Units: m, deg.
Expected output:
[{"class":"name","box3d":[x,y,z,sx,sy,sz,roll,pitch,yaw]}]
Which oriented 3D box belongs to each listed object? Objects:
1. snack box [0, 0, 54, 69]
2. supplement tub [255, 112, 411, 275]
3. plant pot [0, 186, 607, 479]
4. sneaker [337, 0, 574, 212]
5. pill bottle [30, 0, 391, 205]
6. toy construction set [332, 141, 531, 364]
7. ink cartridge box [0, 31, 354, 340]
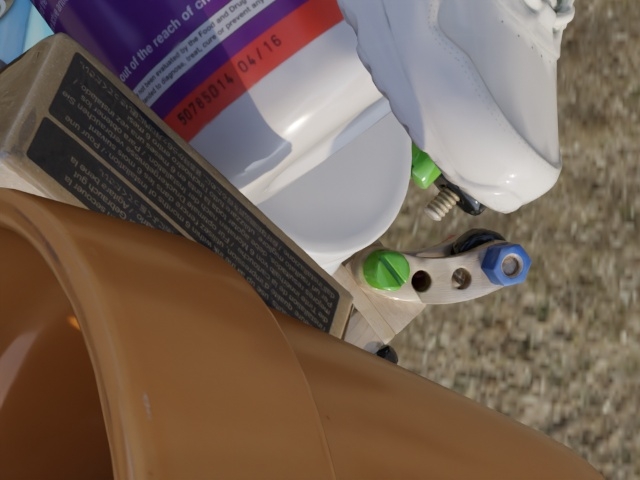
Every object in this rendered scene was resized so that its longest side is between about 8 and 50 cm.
[{"class":"snack box","box3d":[-0.320,-0.097,1.169,0.322,0.060,0.187,2,73,20]},{"class":"supplement tub","box3d":[-0.119,-0.040,1.278,0.325,0.235,0.235,-23,111,44]},{"class":"plant pot","box3d":[-0.032,0.144,0.541,0.203,0.291,0.291,11,121,-31]},{"class":"sneaker","box3d":[0.067,-0.125,0.646,0.115,0.090,0.232,-17,68,25]},{"class":"pill bottle","box3d":[-0.081,-0.184,0.930,0.181,0.181,0.323,-37,87,22]},{"class":"toy construction set","box3d":[0.000,0.000,1.635,0.237,0.309,0.257,-47,134,-9]},{"class":"ink cartridge box","box3d":[-0.136,0.039,0.837,0.234,0.088,0.193,-28,121,36]}]
